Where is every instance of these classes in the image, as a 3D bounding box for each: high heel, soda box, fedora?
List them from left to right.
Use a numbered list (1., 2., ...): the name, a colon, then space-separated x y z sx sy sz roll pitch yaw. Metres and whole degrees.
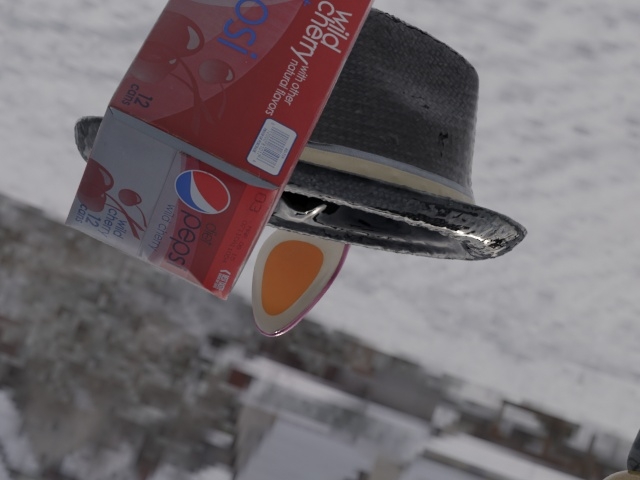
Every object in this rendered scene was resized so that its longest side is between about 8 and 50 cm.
1. soda box: -0.025 -0.103 0.911 0.083 0.263 0.092 26 140 -1
2. fedora: -0.003 -0.091 1.395 0.334 0.152 0.334 12 175 1
3. high heel: 0.000 0.000 1.923 0.082 0.244 0.117 14 159 13

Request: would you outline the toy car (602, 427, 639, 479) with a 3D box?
1. toy car: 0.288 0.269 1.836 0.155 0.188 0.149 42 173 5
